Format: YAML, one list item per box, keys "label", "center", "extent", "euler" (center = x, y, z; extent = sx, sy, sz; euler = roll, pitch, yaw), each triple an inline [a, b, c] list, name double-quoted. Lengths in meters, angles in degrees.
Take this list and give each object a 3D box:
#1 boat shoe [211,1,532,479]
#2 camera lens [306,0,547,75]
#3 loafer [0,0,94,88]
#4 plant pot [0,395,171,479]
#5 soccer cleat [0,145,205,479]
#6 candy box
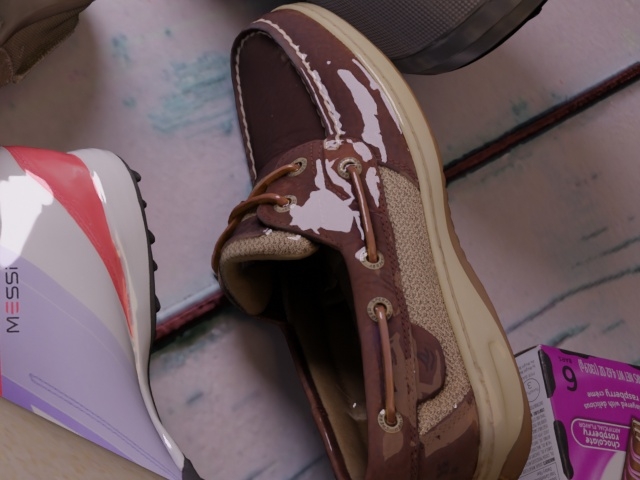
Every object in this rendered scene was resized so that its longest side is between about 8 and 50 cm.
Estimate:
- label: "boat shoe"
  center: [0.000, 0.000, 0.868]
  extent: [0.123, 0.123, 0.342]
  euler: [-4, 60, -31]
- label: "camera lens"
  center: [0.040, -0.260, 1.004]
  extent: [0.274, 0.219, 0.219]
  euler: [35, 44, -23]
- label: "loafer"
  center: [-0.193, -0.121, 0.789]
  extent: [0.102, 0.092, 0.268]
  euler: [43, 26, -5]
- label: "plant pot"
  center: [-0.153, 0.163, 0.464]
  extent: [0.305, 0.334, 0.333]
  euler: [24, 49, -37]
- label: "soccer cleat"
  center: [-0.126, 0.096, 0.706]
  extent: [0.116, 0.108, 0.318]
  euler: [2, 60, -31]
- label: "candy box"
  center: [0.192, 0.194, 0.967]
  extent: [0.159, 0.071, 0.233]
  euler: [14, 56, -38]
